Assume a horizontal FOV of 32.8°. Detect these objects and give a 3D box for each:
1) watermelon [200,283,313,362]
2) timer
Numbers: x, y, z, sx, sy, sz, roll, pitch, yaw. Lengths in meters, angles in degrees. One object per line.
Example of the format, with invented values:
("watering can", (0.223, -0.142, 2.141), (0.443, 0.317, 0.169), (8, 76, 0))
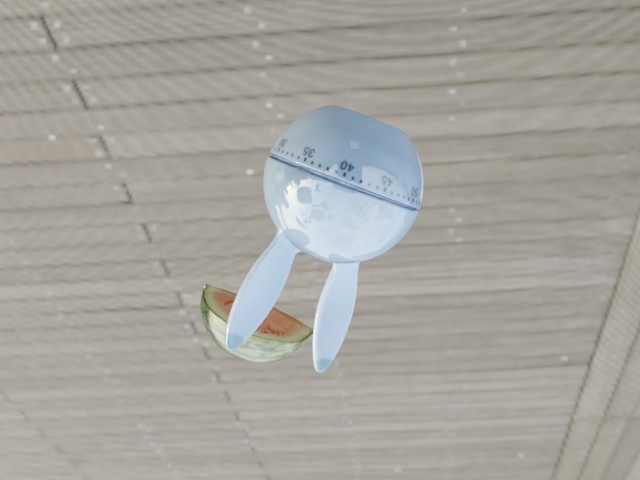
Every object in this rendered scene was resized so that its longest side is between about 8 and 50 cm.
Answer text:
("watermelon", (-0.097, 0.129, 1.457), (0.163, 0.087, 0.069), (23, 116, -3))
("timer", (-0.002, -0.018, 1.091), (0.175, 0.175, 0.255), (18, 118, -29))
